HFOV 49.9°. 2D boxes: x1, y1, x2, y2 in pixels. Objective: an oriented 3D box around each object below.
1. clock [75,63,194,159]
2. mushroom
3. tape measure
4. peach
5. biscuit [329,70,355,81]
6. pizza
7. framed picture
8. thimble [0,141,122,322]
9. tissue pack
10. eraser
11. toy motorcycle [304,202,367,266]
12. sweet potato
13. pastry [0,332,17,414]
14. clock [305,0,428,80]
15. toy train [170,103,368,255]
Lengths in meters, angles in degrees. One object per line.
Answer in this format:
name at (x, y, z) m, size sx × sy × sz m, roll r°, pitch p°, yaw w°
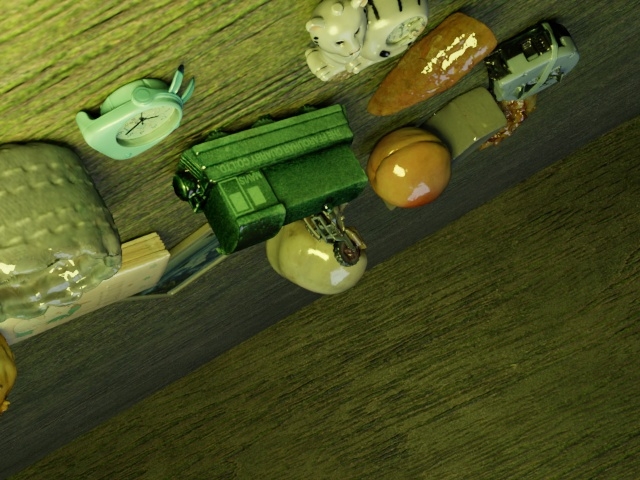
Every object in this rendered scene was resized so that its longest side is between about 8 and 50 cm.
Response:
clock at (-0.216, -0.159, 0.849) m, size 0.147 × 0.045 × 0.108 m, roll -31°, pitch 169°, yaw 4°
mushroom at (0.000, 0.000, 1.639) m, size 0.234 × 0.260 × 0.254 m, roll -68°, pitch 159°, yaw 0°
tape measure at (0.427, -0.356, 1.391) m, size 0.181 × 0.107 × 0.182 m, roll -26°, pitch 167°, yaw 15°
peach at (0.187, -0.155, 1.485) m, size 0.184 × 0.184 × 0.184 m, roll -28°, pitch 168°, yaw -7°
biscuit at (0.053, -0.280, 1.041) m, size 0.120 × 0.015 × 0.120 m, roll -28°, pitch 167°, yaw -7°
pizza at (0.408, -0.284, 1.674) m, size 0.226 × 0.086 × 0.335 m, roll -22°, pitch 170°, yaw -12°
framed picture at (-0.301, 0.051, 1.564) m, size 0.315 × 0.024 × 0.232 m, roll -35°, pitch 166°, yaw 21°
thimble at (-0.368, -0.006, 0.833) m, size 0.205 × 0.172 × 0.236 m, roll -37°, pitch 164°, yaw 20°
tissue pack at (-0.450, 0.090, 1.268) m, size 0.326 × 0.071 × 0.170 m, roll -23°, pitch 164°, yaw -30°
eraser at (0.263, -0.209, 1.596) m, size 0.077 × 0.111 × 0.352 m, roll -20°, pitch 165°, yaw -46°
toy motorcycle at (0.030, -0.058, 1.481) m, size 0.094 × 0.229 × 0.129 m, roll -19°, pitch -158°, yaw 43°
sweet potato at (0.179, -0.284, 1.149) m, size 0.252 × 0.097 × 0.097 m, roll -33°, pitch 168°, yaw 35°
pastry at (-0.628, 0.247, 1.059) m, size 0.285 × 0.184 × 0.316 m, roll -7°, pitch -179°, yaw 21°
clock at (0.062, -0.286, 0.889) m, size 0.176 × 0.079 × 0.117 m, roll -26°, pitch 167°, yaw -6°
toy train at (-0.070, -0.101, 1.112) m, size 0.331 × 0.178 × 0.138 m, roll -21°, pitch 165°, yaw -29°
